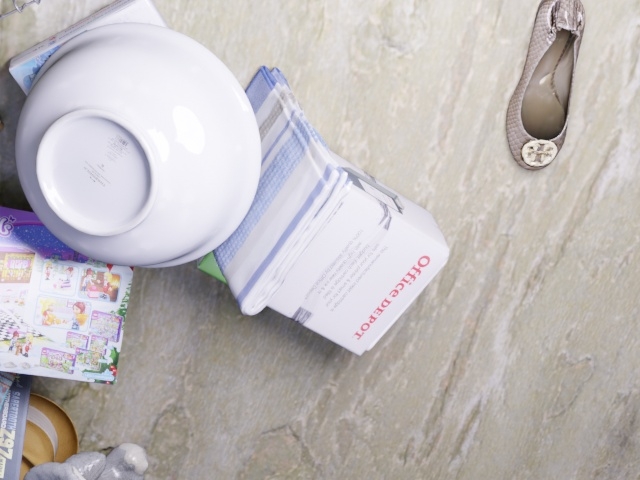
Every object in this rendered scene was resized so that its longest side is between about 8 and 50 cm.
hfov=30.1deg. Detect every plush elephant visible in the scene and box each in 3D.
[{"bbox_3d":[-0.307,0.422,1.585,0.330,0.255,0.271,-1,85,-36],"label":"plush elephant"}]

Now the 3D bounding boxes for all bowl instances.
[{"bbox_3d":[-0.226,-0.089,1.337,0.298,0.134,0.297,4,109,13],"label":"bowl"}]

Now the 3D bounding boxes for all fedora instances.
[{"bbox_3d":[-0.434,0.304,1.684,0.194,0.079,0.194,-5,121,-8],"label":"fedora"}]

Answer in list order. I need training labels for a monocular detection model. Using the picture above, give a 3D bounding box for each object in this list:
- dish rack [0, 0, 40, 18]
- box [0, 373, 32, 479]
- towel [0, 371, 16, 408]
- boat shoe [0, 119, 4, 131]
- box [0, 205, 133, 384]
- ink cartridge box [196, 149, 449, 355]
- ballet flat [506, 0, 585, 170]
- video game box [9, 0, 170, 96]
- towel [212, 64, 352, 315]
[{"bbox_3d":[-0.361,-0.335,1.319,0.272,0.074,0.208,-26,123,5],"label":"dish rack"},{"bbox_3d":[-0.476,0.236,1.542,0.183,0.232,0.059,14,129,-19],"label":"box"},{"bbox_3d":[-0.522,0.051,1.459,0.370,0.040,0.271,27,77,-23],"label":"towel"},{"bbox_3d":[-0.468,-0.118,1.429,0.170,0.063,0.059,-33,112,-15],"label":"boat shoe"},{"bbox_3d":[-0.383,0.062,1.480,0.293,0.057,0.200,12,84,-27],"label":"box"},{"bbox_3d":[0.000,0.000,1.564,0.273,0.114,0.198,30,111,-25],"label":"ink cartridge box"},{"bbox_3d":[0.295,-0.198,1.536,0.084,0.058,0.249,2,120,-11],"label":"ballet flat"},{"bbox_3d":[-0.243,-0.176,1.452,0.187,0.048,0.205,-28,121,4],"label":"video game box"},{"bbox_3d":[-0.069,-0.066,1.415,0.034,0.285,0.209,22,113,-34],"label":"towel"}]
